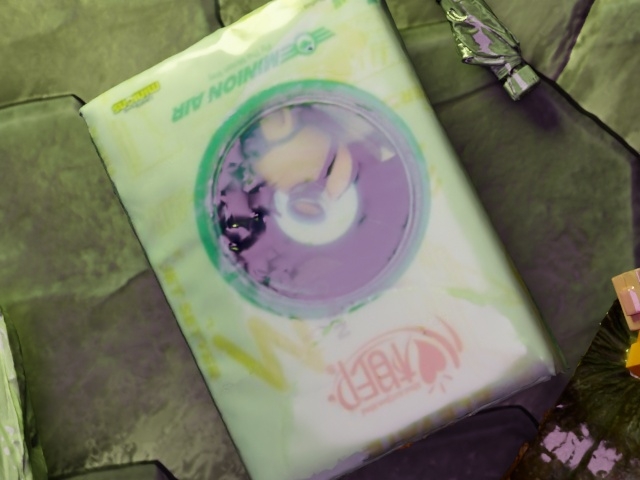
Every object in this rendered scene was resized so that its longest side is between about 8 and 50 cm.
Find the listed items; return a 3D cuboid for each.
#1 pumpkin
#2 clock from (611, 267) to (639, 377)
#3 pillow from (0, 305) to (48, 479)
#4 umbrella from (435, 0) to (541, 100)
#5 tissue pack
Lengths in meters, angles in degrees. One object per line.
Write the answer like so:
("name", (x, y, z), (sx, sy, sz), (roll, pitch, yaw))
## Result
("pumpkin", (0.256, 0.151, 1.252), (0.131, 0.126, 0.248), (30, 93, 9))
("clock", (0.375, 0.063, 1.191), (0.255, 0.106, 0.220), (-18, 84, -17))
("pillow", (-0.389, 0.203, 1.370), (0.283, 0.138, 0.310), (-14, 88, 11))
("umbrella", (0.126, -0.203, 1.337), (0.050, 0.046, 0.188), (-37, 86, 11))
("tissue pack", (0.000, 0.000, 1.291), (0.287, 0.162, 0.388), (-27, 82, 8))
